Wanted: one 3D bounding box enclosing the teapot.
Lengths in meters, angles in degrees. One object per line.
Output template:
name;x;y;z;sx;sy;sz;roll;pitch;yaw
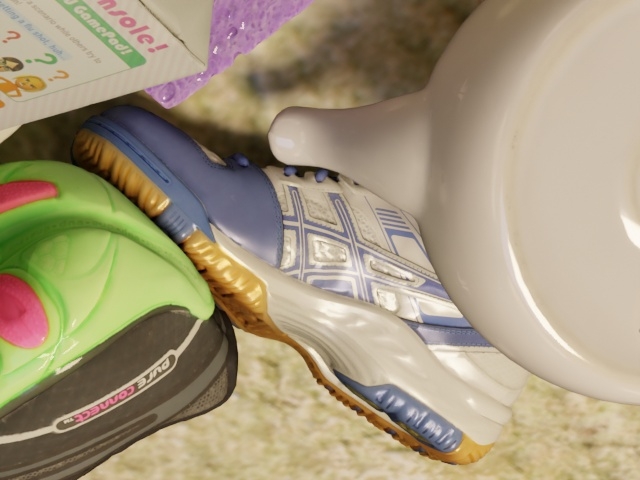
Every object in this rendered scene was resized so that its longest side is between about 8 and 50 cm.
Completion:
teapot;0.154;-0.043;0.873;0.252;0.187;0.256;-44;108;-7

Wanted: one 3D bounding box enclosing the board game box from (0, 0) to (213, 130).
board game box;-0.221;-0.118;0.604;0.303;0.097;0.224;-11;149;27

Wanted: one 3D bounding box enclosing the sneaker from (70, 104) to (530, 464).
sneaker;0.000;0.000;0.945;0.296;0.112;0.131;37;78;-18

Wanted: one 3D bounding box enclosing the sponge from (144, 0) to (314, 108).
sponge;-0.104;-0.163;0.825;0.117;0.031;0.210;-36;126;21

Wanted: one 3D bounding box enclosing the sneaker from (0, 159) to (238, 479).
sneaker;-0.244;0.138;0.943;0.483;0.185;0.202;-28;136;30

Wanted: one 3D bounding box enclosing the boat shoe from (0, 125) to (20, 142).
boat shoe;-0.302;-0.040;0.820;0.340;0.127;0.113;-25;150;9
